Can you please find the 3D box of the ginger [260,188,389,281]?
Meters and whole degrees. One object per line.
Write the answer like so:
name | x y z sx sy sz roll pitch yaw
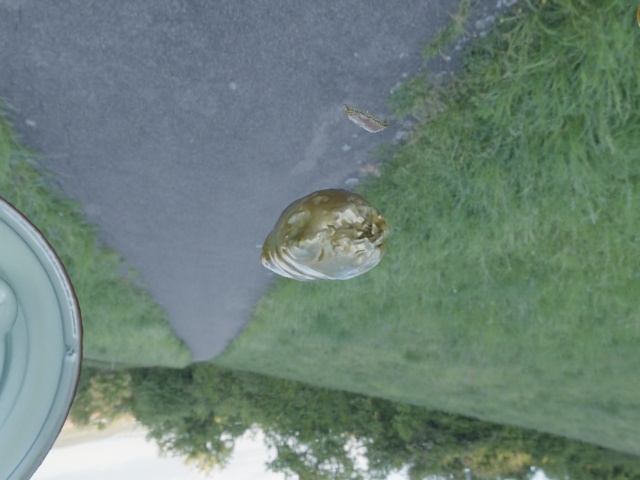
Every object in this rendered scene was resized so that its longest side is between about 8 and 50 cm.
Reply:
ginger | 0.002 0.001 0.399 0.095 0.068 0.190 13 171 -10

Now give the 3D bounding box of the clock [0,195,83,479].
clock | -0.320 0.083 0.324 0.080 0.318 0.318 -13 160 36

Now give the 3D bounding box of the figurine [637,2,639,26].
figurine | 0.557 -0.372 0.702 0.124 0.324 0.222 -51 156 13

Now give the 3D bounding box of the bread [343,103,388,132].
bread | 0.116 -0.330 1.285 0.126 0.129 0.044 21 114 -18
